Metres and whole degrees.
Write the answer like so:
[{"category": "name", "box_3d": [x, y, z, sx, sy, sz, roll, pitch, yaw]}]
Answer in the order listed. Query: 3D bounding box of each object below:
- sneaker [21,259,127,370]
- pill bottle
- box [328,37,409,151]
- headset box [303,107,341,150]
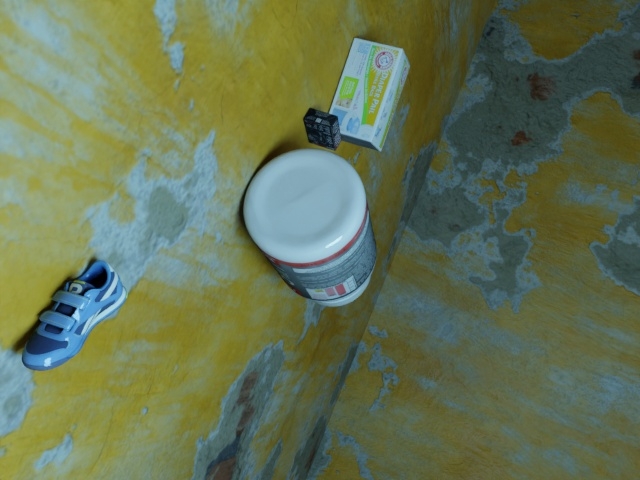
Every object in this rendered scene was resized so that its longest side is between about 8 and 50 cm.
[{"category": "sneaker", "box_3d": [-0.274, 0.078, 0.585, 0.144, 0.053, 0.059, -62, 163, -48]}, {"category": "pill bottle", "box_3d": [0.000, 0.000, 1.028, 0.210, 0.210, 0.363, -64, 161, -17]}, {"category": "box", "box_3d": [0.103, -0.311, 1.143, 0.203, 0.114, 0.103, -72, 162, 3]}, {"category": "headset box", "box_3d": [0.005, -0.216, 1.048, 0.032, 0.062, 0.083, -62, 160, -20]}]
